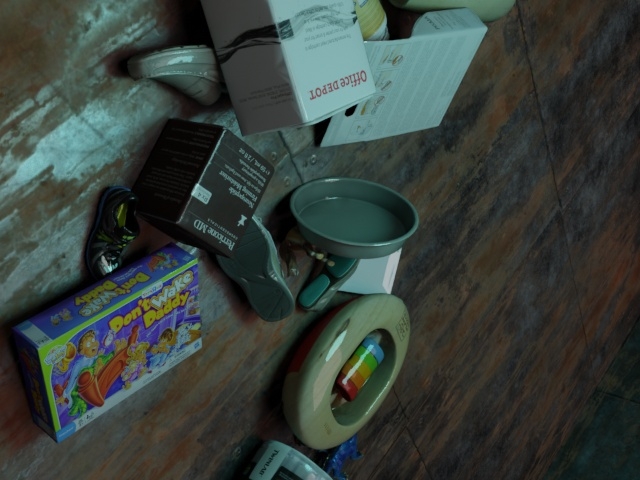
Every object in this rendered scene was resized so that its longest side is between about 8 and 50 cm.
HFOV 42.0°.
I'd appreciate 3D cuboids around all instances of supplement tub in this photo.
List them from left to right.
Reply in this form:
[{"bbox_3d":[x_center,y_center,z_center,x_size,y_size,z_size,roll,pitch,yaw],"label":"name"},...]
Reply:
[{"bbox_3d":[-0.133,0.649,1.912,0.338,0.207,0.207,-54,136,-23],"label":"supplement tub"},{"bbox_3d":[0.059,-0.503,1.825,0.144,0.144,0.200,-55,136,-22],"label":"supplement tub"}]

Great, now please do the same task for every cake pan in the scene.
[{"bbox_3d":[0.073,-0.050,1.883,0.293,0.293,0.054,-25,136,-42],"label":"cake pan"}]

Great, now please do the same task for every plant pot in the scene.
[{"bbox_3d":[0.296,-0.638,2.005,0.274,0.256,0.256,-16,114,-28],"label":"plant pot"}]

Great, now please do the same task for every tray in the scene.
[{"bbox_3d":[0.109,0.064,2.145,0.270,0.030,0.145,12,91,-50],"label":"tray"}]

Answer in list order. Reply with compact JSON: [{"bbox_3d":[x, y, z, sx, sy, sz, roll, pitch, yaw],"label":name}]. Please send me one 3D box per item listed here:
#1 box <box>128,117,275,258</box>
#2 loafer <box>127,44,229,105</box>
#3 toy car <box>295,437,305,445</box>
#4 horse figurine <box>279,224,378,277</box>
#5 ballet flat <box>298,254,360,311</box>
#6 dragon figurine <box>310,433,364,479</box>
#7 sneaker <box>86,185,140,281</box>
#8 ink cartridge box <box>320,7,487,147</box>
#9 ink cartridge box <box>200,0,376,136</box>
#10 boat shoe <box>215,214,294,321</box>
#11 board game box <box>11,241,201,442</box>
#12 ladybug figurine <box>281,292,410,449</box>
[{"bbox_3d":[-0.229,-0.102,1.601,0.168,0.167,0.203,37,74,-48],"label":"box"},{"bbox_3d":[-0.224,-0.313,1.586,0.319,0.112,0.111,-13,103,-47],"label":"loafer"},{"bbox_3d":[-0.038,0.468,2.085,0.040,0.060,0.122,-77,161,-51],"label":"toy car"},{"bbox_3d":[0.000,0.000,1.904,0.263,0.174,0.066,-22,125,-36],"label":"horse figurine"},{"bbox_3d":[0.033,0.087,1.994,0.213,0.072,0.068,-47,146,12],"label":"ballet flat"},{"bbox_3d":[0.035,0.545,2.165,0.289,0.085,0.144,-43,130,-33],"label":"dragon figurine"},{"bbox_3d":[-0.376,-0.005,1.531,0.067,0.078,0.188,7,99,-50],"label":"sneaker"},{"bbox_3d":[0.177,-0.380,1.953,0.385,0.091,0.308,-15,146,-34],"label":"ink cartridge box"},{"bbox_3d":[-0.068,-0.425,1.589,0.285,0.166,0.395,-33,111,-52],"label":"ink cartridge box"},{"bbox_3d":[-0.147,0.036,1.799,0.118,0.103,0.320,-25,125,4],"label":"boat shoe"},{"bbox_3d":[-0.378,0.182,1.545,0.347,0.078,0.233,-33,139,-38],"label":"board game box"},{"bbox_3d":[0.057,0.303,2.057,0.449,0.162,0.305,-46,132,-29],"label":"ladybug figurine"}]
